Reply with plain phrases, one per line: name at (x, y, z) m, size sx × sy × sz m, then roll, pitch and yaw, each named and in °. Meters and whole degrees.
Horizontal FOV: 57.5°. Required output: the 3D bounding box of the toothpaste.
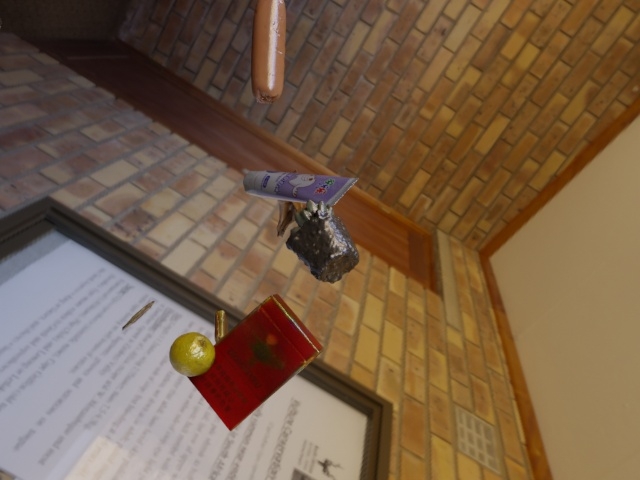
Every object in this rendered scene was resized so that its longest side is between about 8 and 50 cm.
toothpaste at (-0.066, -0.146, 1.624) m, size 0.371 × 0.080 × 0.125 m, roll 12°, pitch -134°, yaw 41°

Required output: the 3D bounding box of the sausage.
sausage at (-0.129, -0.477, 1.449) m, size 0.086 × 0.086 × 0.289 m, roll 136°, pitch -45°, yaw -75°

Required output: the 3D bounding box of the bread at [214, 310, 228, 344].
bread at (-0.310, 0.279, 1.822) m, size 0.090 × 0.035 × 0.094 m, roll 93°, pitch -6°, yaw -54°

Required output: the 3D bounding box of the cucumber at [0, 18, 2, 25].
cucumber at (-0.923, -0.492, 1.556) m, size 0.072 × 0.081 × 0.303 m, roll -17°, pitch -120°, yaw 33°

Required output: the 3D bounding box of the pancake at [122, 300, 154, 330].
pancake at (-0.495, 0.205, 1.588) m, size 0.115 × 0.011 × 0.115 m, roll -41°, pitch -179°, yaw 1°

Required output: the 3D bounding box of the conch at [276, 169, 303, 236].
conch at (-0.108, -0.126, 2.045) m, size 0.093 × 0.109 × 0.330 m, roll -57°, pitch 167°, yaw -37°

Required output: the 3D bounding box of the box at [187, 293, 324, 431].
box at (-0.171, 0.314, 1.523) m, size 0.313 × 0.197 × 0.089 m, roll -42°, pitch 171°, yaw 4°

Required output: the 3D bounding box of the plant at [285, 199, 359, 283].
plant at (0.000, 0.000, 1.371) m, size 0.132 × 0.194 × 0.129 m, roll -42°, pitch 144°, yaw 14°

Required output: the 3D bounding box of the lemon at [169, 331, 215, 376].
lemon at (-0.317, 0.280, 1.439) m, size 0.133 × 0.109 × 0.109 m, roll -26°, pitch -153°, yaw 46°
